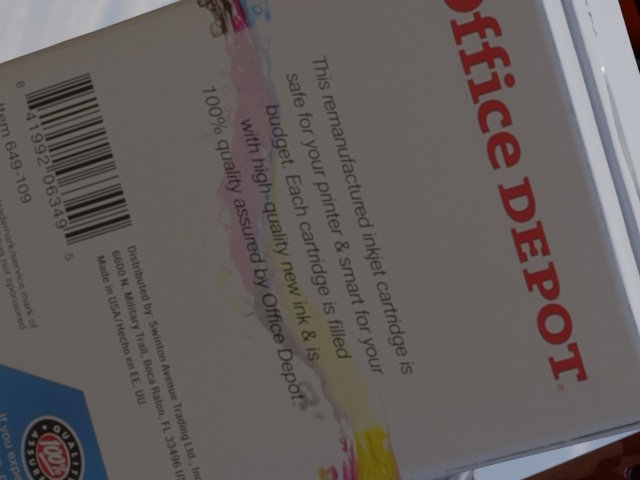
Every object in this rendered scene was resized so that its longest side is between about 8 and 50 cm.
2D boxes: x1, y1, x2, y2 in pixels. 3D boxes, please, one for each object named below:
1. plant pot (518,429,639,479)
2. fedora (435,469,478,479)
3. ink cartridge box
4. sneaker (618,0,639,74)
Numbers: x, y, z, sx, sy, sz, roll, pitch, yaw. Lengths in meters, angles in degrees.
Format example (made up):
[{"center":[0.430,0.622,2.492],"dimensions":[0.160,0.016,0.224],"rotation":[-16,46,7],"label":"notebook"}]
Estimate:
[{"center":[0.183,0.218,0.832],"dimensions":[0.267,0.267,0.235],"rotation":[32,-43,59],"label":"plant pot"},{"center":[0.033,0.207,1.359],"dimensions":[0.275,0.124,0.243],"rotation":[-55,151,-47],"label":"fedora"},{"center":[0.000,0.000,0.797],"dimensions":[0.197,0.270,0.198],"rotation":[-10,84,-72],"label":"ink cartridge box"},{"center":[0.161,-0.084,1.032],"dimensions":[0.063,0.162,0.073],"rotation":[-34,-146,-16],"label":"sneaker"}]
